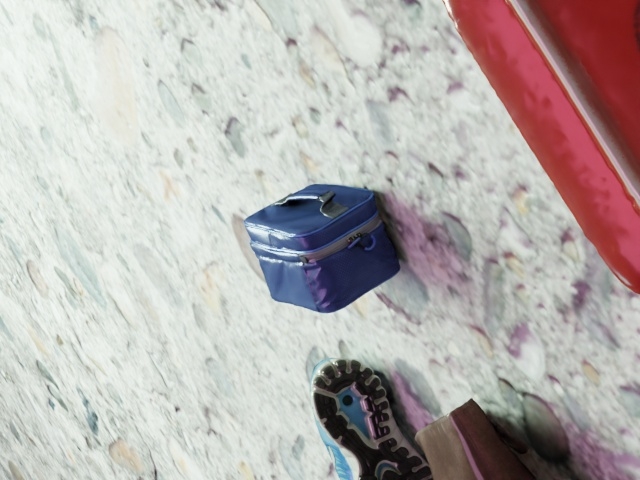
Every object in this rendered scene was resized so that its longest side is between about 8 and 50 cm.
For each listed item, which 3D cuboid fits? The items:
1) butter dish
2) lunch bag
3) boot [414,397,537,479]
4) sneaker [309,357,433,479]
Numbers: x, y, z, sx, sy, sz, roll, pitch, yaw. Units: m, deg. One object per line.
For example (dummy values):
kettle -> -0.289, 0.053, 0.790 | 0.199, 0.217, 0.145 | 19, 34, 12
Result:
butter dish -> 0.152, -0.084, 0.628 | 0.160, 0.118, 0.160 | -34, 84, 24
lunch bag -> 0.000, 0.000, 1.051 | 0.098, 0.067, 0.065 | 8, 125, 58
boot -> 0.123, 0.190, 0.966 | 0.207, 0.090, 0.248 | 61, 171, 5
sneaker -> 0.037, 0.150, 1.182 | 0.073, 0.063, 0.162 | -149, 37, -76
